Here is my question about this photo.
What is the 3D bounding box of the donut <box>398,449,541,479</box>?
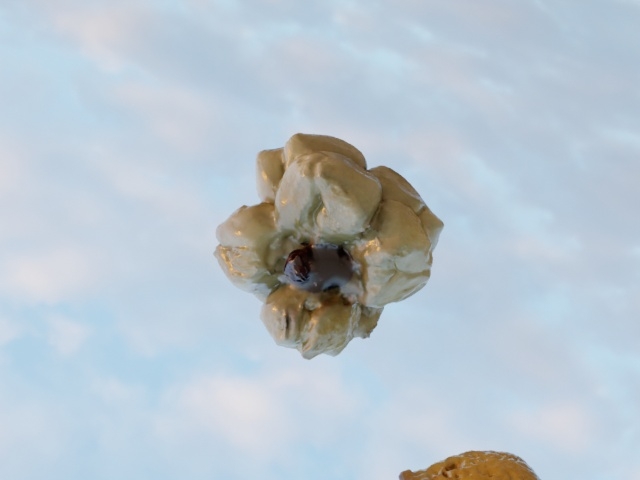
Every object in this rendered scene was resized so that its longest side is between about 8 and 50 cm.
[{"bbox_3d":[0.235,0.451,1.183,0.163,0.435,0.377,-20,-122,-6],"label":"donut"}]

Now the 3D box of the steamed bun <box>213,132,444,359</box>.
[{"bbox_3d":[0.000,0.000,0.918,0.192,0.177,0.106,47,-170,-1],"label":"steamed bun"}]
